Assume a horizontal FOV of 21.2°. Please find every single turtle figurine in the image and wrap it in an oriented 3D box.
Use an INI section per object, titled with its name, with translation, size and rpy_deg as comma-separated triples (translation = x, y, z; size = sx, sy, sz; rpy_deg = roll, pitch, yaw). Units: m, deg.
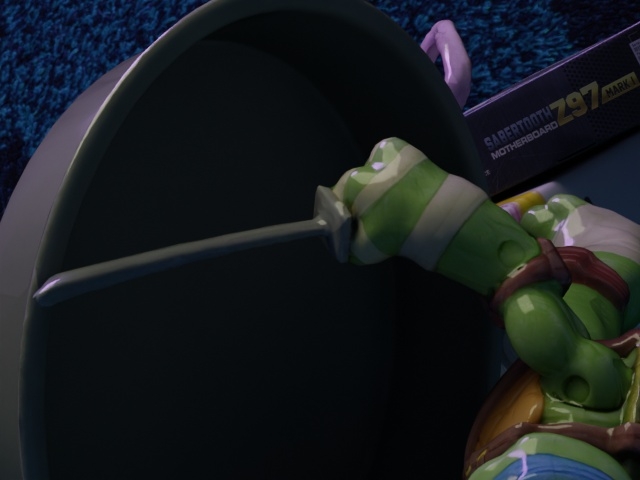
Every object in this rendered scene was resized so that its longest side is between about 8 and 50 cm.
[turtle figurine]
translation = 0.035, 0.065, 0.638
size = 0.275, 0.197, 0.266
rpy_deg = -25, -1, 20

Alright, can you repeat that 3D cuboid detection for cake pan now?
[cake pan]
translation = -0.025, 0.045, 0.683
size = 0.054, 0.293, 0.293
rpy_deg = 5, 24, 38

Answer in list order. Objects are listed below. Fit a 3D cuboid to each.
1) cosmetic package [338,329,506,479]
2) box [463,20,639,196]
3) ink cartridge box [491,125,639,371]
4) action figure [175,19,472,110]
[cosmetic package]
translation = -0.041, 0.084, 0.843
size = 0.224, 0.224, 0.138
rpy_deg = -31, 2, -26
[box]
translation = 0.187, -0.100, 1.097
size = 0.233, 0.059, 0.183
rpy_deg = -26, 0, 36
[ink cartridge box]
translation = 0.090, 0.057, 1.116
size = 0.306, 0.131, 0.226
rpy_deg = -30, 2, -25
[action figure]
translation = 0.000, 0.000, 1.340
size = 0.276, 0.370, 0.248
rpy_deg = -10, 28, 5
